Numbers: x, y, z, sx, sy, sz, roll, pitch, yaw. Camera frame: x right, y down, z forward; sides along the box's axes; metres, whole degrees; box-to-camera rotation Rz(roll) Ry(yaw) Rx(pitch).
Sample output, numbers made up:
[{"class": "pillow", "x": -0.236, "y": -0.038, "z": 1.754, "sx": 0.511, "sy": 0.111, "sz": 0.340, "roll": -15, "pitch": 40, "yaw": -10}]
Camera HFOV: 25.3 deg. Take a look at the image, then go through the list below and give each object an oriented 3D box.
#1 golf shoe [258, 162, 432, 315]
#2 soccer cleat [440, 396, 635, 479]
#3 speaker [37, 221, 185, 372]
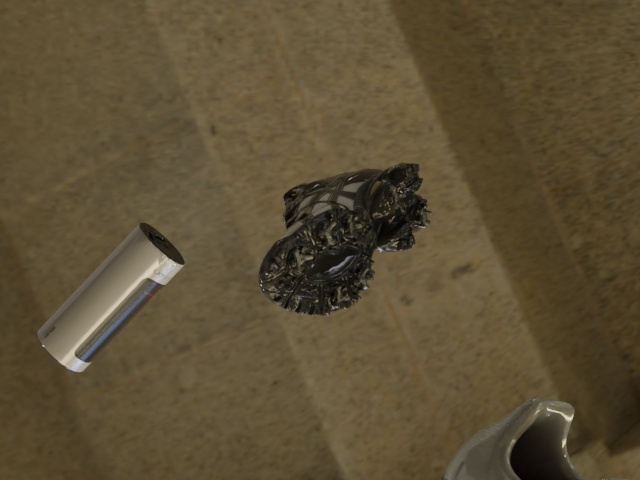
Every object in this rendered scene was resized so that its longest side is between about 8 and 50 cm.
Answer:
[{"class": "golf shoe", "x": 0.000, "y": 0.000, "z": 1.059, "sx": 0.094, "sy": 0.198, "sz": 0.077, "roll": 4, "pitch": -69, "yaw": 34}, {"class": "soccer cleat", "x": 0.196, "y": 0.254, "z": 0.995, "sx": 0.143, "sy": 0.116, "sz": 0.331, "roll": -50, "pitch": -128, "yaw": 25}, {"class": "speaker", "x": -0.181, "y": 0.048, "z": 1.239, "sx": 0.136, "sy": 0.055, "sz": 0.055, "roll": -46, "pitch": -104, "yaw": 8}]
